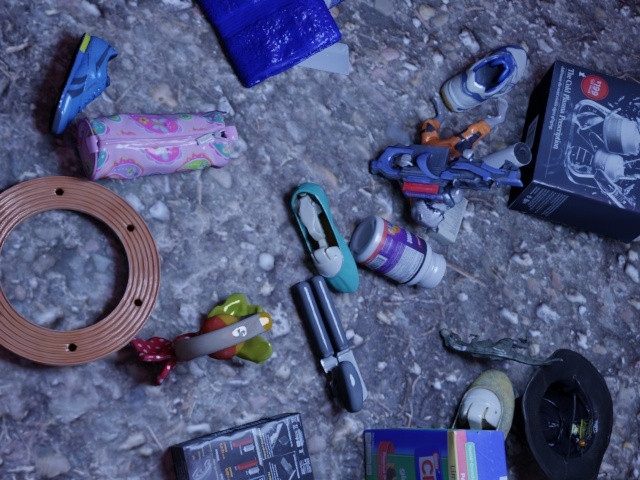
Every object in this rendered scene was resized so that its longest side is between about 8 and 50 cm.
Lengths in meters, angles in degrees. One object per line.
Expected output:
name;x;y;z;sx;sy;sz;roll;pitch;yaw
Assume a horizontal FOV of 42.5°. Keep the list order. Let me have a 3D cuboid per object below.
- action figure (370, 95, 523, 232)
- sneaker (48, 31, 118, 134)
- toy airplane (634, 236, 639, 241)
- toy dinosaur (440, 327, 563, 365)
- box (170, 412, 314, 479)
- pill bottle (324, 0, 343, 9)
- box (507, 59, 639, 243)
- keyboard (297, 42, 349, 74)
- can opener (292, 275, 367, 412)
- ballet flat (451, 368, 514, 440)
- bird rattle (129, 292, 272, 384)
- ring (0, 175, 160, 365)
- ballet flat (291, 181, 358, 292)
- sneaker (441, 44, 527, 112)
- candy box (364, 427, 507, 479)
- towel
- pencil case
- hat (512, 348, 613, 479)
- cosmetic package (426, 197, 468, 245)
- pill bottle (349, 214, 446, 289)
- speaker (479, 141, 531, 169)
action figure;0.308;-0.160;1.805;0.330;0.341;0.178;-61;146;-18
sneaker;-0.430;-0.278;1.506;0.082;0.069;0.209;26;67;-26
toy airplane;0.972;-0.107;2.144;0.386;0.272;0.384;14;54;7
toy dinosaur;0.400;0.238;1.807;0.118;0.268;0.064;-12;108;-65
box;-0.121;0.494;1.503;0.243;0.076;0.307;-10;84;-31
pill bottle;0.019;-0.570;1.799;0.187;0.112;0.112;-38;99;-30
box;0.654;-0.212;1.980;0.313;0.179;0.343;16;70;-2
keyboard;-0.049;-0.413;1.786;0.256;0.014;0.072;5;82;-28
can opener;0.029;0.205;1.650;0.074;0.093;0.280;-19;84;-30
ballet flat;0.320;0.417;1.736;0.123;0.123;0.348;34;67;-19
bird rattle;-0.197;0.168;1.463;0.254;0.207;0.143;-8;81;-35
ring;-0.445;0.051;1.435;0.337;0.032;0.336;8;71;-25
ballet flat;0.000;0.000;1.672;0.087;0.083;0.247;-13;80;-64
sneaker;0.427;-0.400;1.983;0.296;0.131;0.112;-37;96;-32
candy box;0.212;0.490;1.551;0.122;0.317;0.268;5;76;-29
towel;-0.122;-0.494;1.674;0.228;0.076;0.308;-29;93;-2
pencil case;-0.302;-0.179;1.527;0.284;0.124;0.124;-8;83;-30
hat;0.518;0.395;1.857;0.331;0.134;0.331;5;82;-39
cosmetic package;0.288;-0.053;1.877;0.060;0.041;0.115;32;65;-20
pill bottle;0.168;0.031;1.751;0.193;0.108;0.108;27;67;-23
speaker;0.428;-0.186;1.930;0.055;0.136;0.055;7;76;-29
